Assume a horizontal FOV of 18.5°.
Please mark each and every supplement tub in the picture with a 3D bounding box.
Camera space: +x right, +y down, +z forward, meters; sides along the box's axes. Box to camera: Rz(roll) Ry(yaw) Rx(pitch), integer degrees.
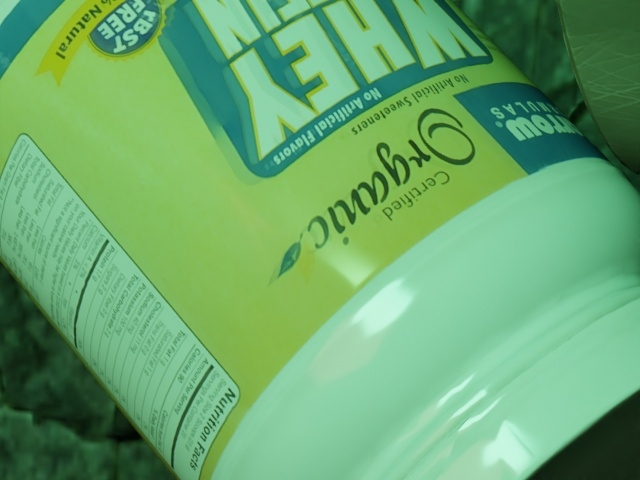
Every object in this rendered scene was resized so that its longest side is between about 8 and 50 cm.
[{"bbox_3d":[0.000,0.000,0.536,0.144,0.144,0.200,-47,69,14],"label":"supplement tub"}]

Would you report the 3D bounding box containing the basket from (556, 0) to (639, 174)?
[{"bbox_3d":[0.180,-0.084,0.463,0.227,0.154,0.204,-5,85,28],"label":"basket"}]
